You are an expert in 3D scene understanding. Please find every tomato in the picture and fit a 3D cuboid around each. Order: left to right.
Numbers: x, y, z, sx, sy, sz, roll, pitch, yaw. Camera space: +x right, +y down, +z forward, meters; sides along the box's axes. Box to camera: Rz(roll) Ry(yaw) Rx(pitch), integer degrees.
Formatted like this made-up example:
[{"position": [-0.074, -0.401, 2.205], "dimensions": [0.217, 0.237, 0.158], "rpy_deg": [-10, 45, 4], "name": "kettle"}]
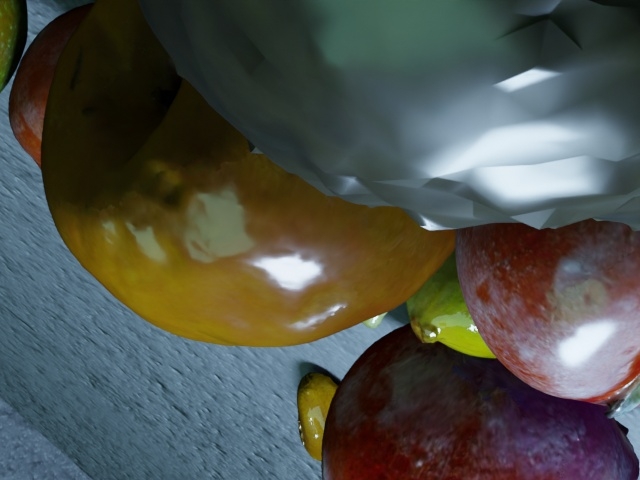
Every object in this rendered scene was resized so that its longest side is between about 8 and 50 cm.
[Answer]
[{"position": [-0.190, -0.134, 1.225], "dimensions": [0.208, 0.184, 0.208], "rpy_deg": [17, 147, 11], "name": "tomato"}, {"position": [0.148, 0.204, 1.299], "dimensions": [0.335, 0.289, 0.176], "rpy_deg": [27, 151, 35], "name": "tomato"}, {"position": [0.222, -0.010, 0.889], "dimensions": [0.270, 0.270, 0.227], "rpy_deg": [89, 165, -60], "name": "tomato"}]

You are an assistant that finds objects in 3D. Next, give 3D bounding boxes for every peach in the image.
[{"position": [-0.041, -0.074, 1.008], "dimensions": [0.343, 0.343, 0.301], "rpy_deg": [10, 174, 40], "name": "peach"}]

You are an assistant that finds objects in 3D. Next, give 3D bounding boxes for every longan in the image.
[{"position": [0.085, -0.177, 0.603], "dimensions": [0.391, 0.391, 0.391], "rpy_deg": [27, 153, 15], "name": "longan"}]

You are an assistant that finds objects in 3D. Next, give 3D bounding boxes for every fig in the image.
[{"position": [0.158, 0.051, 1.219], "dimensions": [0.153, 0.121, 0.136], "rpy_deg": [7, 155, 0], "name": "fig"}]

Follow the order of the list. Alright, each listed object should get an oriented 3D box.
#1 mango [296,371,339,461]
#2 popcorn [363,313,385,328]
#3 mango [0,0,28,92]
[{"position": [0.013, 0.255, 1.772], "dimensions": [0.105, 0.084, 0.159], "rpy_deg": [14, 148, 26], "name": "mango"}, {"position": [0.000, -0.001, 1.235], "dimensions": [0.187, 0.185, 0.167], "rpy_deg": [29, 123, 55], "name": "popcorn"}, {"position": [-0.387, -0.228, 1.234], "dimensions": [0.225, 0.201, 0.382], "rpy_deg": [59, 173, -12], "name": "mango"}]
